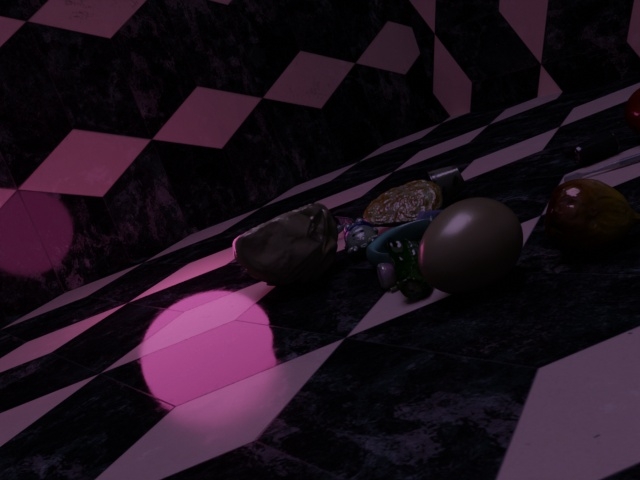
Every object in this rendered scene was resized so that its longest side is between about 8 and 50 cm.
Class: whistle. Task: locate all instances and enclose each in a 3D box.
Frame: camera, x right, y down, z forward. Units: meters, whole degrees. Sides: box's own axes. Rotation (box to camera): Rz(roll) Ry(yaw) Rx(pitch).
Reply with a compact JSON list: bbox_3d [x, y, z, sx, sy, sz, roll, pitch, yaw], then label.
[{"bbox_3d":[0.116,-0.010,2.148,0.110,0.092,0.244,-30,12,6],"label":"whistle"}]

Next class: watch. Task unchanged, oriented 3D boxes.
[{"bbox_3d":[0.230,0.006,1.951,0.195,0.068,0.237,-9,17,38],"label":"watch"}]

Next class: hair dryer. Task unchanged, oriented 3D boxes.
[{"bbox_3d":[0.798,-0.272,2.302,0.128,0.069,0.255,-23,5,-9],"label":"hair dryer"}]

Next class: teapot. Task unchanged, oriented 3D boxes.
[{"bbox_3d":[0.172,0.085,1.742,0.064,0.064,0.083,-14,44,-5],"label":"teapot"}]

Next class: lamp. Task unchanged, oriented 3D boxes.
[{"bbox_3d":[0.350,-0.157,2.363,0.215,0.121,0.121,-28,11,10],"label":"lamp"}]

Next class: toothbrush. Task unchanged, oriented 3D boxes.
[{"bbox_3d":[0.844,-0.219,2.051,0.342,0.025,0.030,-18,10,16],"label":"toothbrush"}]

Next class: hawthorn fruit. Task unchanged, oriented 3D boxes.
[{"bbox_3d":[0.978,-0.386,2.215,0.181,0.181,0.235,-26,12,-24],"label":"hawthorn fruit"}]

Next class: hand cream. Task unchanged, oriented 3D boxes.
[{"bbox_3d":[0.351,-0.053,2.039,0.271,0.058,0.091,-5,57,52],"label":"hand cream"}]

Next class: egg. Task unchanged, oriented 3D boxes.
[{"bbox_3d":[0.304,0.013,1.519,0.242,0.186,0.186,-31,15,-22],"label":"egg"}]

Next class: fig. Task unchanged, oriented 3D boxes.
[{"bbox_3d":[0.584,-0.047,1.509,0.257,0.159,0.159,-1,13,0],"label":"fig"}]

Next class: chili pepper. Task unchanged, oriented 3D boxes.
[{"bbox_3d":[0.203,0.058,1.685,0.098,0.061,0.224,7,28,-5],"label":"chili pepper"}]

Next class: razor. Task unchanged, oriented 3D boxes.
[{"bbox_3d":[0.000,0.000,2.405,0.232,0.068,0.106,-31,14,-16],"label":"razor"}]

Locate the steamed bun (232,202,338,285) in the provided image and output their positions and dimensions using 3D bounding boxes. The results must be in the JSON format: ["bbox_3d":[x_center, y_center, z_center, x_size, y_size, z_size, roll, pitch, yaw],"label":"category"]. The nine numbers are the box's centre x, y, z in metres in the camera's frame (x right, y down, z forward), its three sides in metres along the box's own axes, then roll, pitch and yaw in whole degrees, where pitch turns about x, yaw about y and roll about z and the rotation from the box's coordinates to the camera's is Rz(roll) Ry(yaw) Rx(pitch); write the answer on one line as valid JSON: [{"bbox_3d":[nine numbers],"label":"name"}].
[{"bbox_3d":[-0.076,0.028,2.047,0.320,0.206,0.275,-27,-1,-28],"label":"steamed bun"}]

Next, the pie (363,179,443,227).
[{"bbox_3d":[0.259,-0.100,2.263,0.248,0.090,0.201,-6,38,32],"label":"pie"}]
